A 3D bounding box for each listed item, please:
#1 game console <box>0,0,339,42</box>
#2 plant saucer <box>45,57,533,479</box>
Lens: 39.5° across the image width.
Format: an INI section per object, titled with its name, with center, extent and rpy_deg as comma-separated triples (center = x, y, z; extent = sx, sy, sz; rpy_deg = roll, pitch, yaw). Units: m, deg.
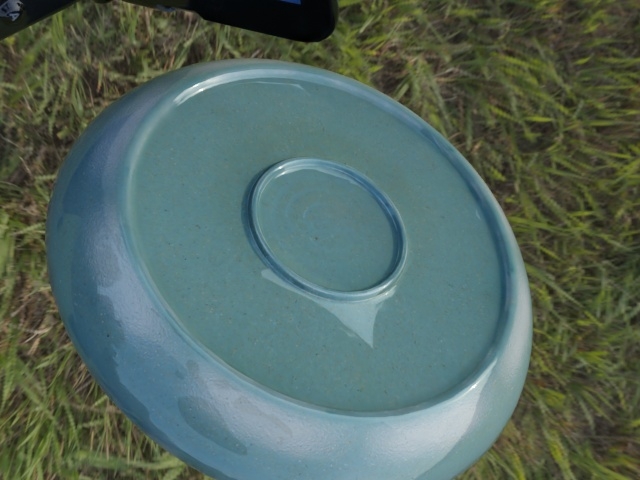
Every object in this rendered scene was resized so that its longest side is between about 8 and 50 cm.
[game console]
center = -0.151, -0.185, 0.406
extent = 0.250, 0.293, 0.173
rpy_deg = -32, 56, -15
[plant saucer]
center = 0.000, 0.000, 0.542
extent = 0.318, 0.043, 0.317
rpy_deg = 13, 52, -18
